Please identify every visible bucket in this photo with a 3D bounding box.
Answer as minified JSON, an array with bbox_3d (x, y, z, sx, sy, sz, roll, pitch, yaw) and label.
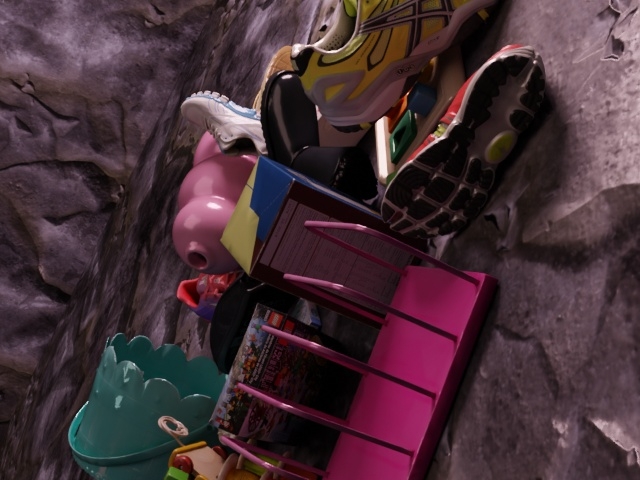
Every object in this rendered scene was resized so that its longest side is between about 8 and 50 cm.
[{"bbox_3d":[-0.234,0.275,1.701,0.183,0.281,0.281,-68,20,3],"label":"bucket"}]

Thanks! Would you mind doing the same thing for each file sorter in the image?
[{"bbox_3d":[0.031,0.139,1.278,0.202,0.182,0.290,4,71,68],"label":"file sorter"}]

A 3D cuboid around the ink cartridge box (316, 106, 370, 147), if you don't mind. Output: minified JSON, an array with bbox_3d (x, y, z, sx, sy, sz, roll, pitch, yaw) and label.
[{"bbox_3d":[0.037,-0.249,1.855,0.148,0.086,0.203,-50,26,39],"label":"ink cartridge box"}]

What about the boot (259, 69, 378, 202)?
[{"bbox_3d":[0.002,-0.136,1.684,0.207,0.094,0.246,6,98,54],"label":"boot"}]

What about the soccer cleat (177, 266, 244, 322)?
[{"bbox_3d":[-0.143,0.080,1.889,0.318,0.116,0.108,-27,43,61],"label":"soccer cleat"}]

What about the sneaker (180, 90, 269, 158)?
[{"bbox_3d":[-0.151,-0.177,1.790,0.083,0.191,0.071,-57,-26,-30],"label":"sneaker"}]

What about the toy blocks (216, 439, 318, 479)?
[{"bbox_3d":[-0.042,0.308,1.401,0.123,0.148,0.054,-22,-48,-71],"label":"toy blocks"}]

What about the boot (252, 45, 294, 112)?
[{"bbox_3d":[-0.110,-0.238,2.216,0.203,0.095,0.262,-36,39,56],"label":"boot"}]

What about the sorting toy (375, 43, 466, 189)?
[{"bbox_3d":[0.131,-0.199,1.617,0.196,0.047,0.347,-52,24,34],"label":"sorting toy"}]

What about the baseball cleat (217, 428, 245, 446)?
[{"bbox_3d":[-0.075,0.211,1.574,0.072,0.109,0.206,-17,42,42],"label":"baseball cleat"}]

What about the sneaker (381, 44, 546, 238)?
[{"bbox_3d":[0.180,-0.118,1.365,0.279,0.107,0.118,-51,8,23],"label":"sneaker"}]

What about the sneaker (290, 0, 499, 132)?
[{"bbox_3d":[0.121,-0.327,1.551,0.384,0.147,0.145,-49,29,-2],"label":"sneaker"}]

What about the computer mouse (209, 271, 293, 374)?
[{"bbox_3d":[-0.095,0.086,1.709,0.072,0.188,0.272,45,123,32],"label":"computer mouse"}]

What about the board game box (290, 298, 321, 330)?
[{"bbox_3d":[-0.033,0.137,1.688,0.090,0.020,0.090,-58,21,20],"label":"board game box"}]

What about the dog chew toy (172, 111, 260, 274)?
[{"bbox_3d":[-0.141,-0.070,1.859,0.206,0.206,0.332,-47,10,41],"label":"dog chew toy"}]

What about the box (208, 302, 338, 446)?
[{"bbox_3d":[-0.055,0.180,1.456,0.159,0.044,0.233,-68,-20,-6],"label":"box"}]

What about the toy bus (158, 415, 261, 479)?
[{"bbox_3d":[-0.140,0.346,1.467,0.104,0.191,0.202,-62,20,12],"label":"toy bus"}]

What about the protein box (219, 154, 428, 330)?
[{"bbox_3d":[0.000,0.000,1.491,0.136,0.201,0.200,-64,20,5],"label":"protein box"}]
